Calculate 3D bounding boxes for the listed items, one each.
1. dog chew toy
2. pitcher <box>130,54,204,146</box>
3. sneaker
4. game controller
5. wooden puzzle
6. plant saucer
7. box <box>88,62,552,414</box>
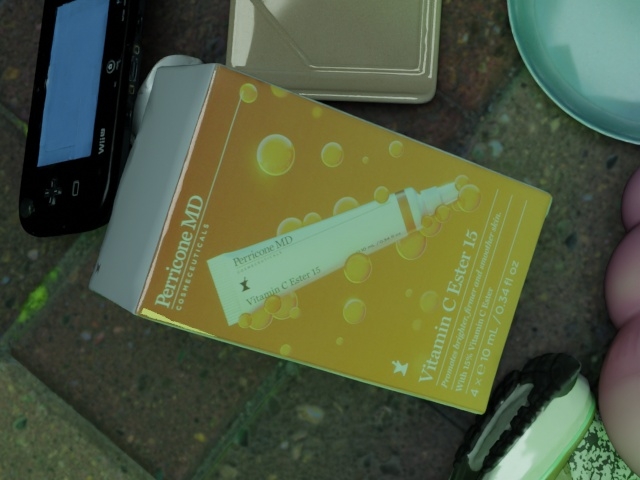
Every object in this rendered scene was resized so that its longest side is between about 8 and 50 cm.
[{"bbox_3d":[0.349,0.060,1.071,0.207,0.206,0.331,-4,66,8],"label":"dog chew toy"},{"bbox_3d":[-0.145,-0.056,1.203,0.178,0.125,0.207,-38,70,24],"label":"pitcher"},{"bbox_3d":[0.173,0.314,1.098,0.182,0.158,0.410,37,83,-7],"label":"sneaker"},{"bbox_3d":[-0.240,-0.161,1.200,0.067,0.166,0.319,11,78,-34],"label":"game controller"},{"bbox_3d":[0.016,-0.257,1.228,0.221,0.044,0.238,3,82,9],"label":"wooden puzzle"},{"bbox_3d":[0.345,-0.246,1.176,0.318,0.044,0.317,-1,85,8],"label":"plant saucer"},{"bbox_3d":[0.000,0.000,1.063,0.345,0.168,0.215,18,88,-25],"label":"box"}]
